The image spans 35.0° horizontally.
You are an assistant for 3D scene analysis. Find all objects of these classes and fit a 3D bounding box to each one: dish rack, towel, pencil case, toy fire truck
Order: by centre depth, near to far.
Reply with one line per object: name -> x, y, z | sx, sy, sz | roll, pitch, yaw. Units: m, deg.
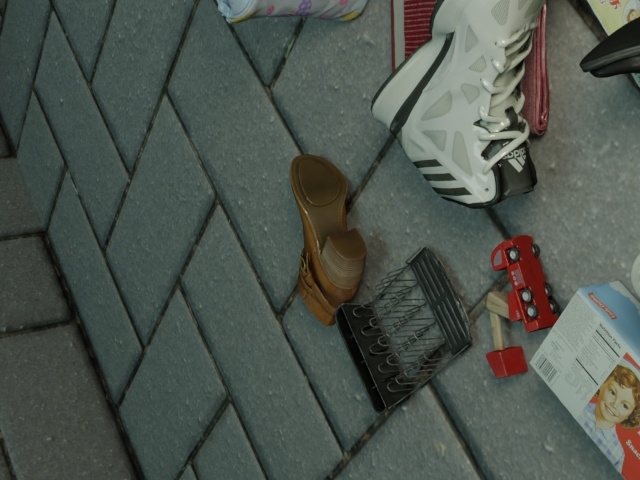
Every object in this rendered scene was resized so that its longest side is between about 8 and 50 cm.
toy fire truck -> 0.287, 0.099, 1.512 | 0.135, 0.047, 0.192 | -32, 71, 56
towel -> 0.218, -0.289, 1.531 | 0.329, 0.037, 0.237 | 16, 112, 54
pencil case -> -0.044, -0.420, 1.679 | 0.113, 0.273, 0.124 | 32, 122, 40
dish rack -> 0.143, 0.148, 1.718 | 0.271, 0.074, 0.208 | -51, 57, 49

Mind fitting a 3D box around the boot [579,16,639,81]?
boot -> 0.434, -0.141, 1.112 | 0.263, 0.091, 0.229 | -4, 123, 44

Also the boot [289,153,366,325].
boot -> 0.000, 0.000, 1.889 | 0.283, 0.109, 0.220 | 60, 152, 30

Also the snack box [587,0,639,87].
snack box -> 0.414, -0.311, 1.208 | 0.187, 0.060, 0.321 | -48, 59, 48

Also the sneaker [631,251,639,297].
sneaker -> 0.513, 0.023, 1.096 | 0.321, 0.127, 0.126 | 8, 121, 30

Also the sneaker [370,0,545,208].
sneaker -> 0.254, -0.207, 1.359 | 0.257, 0.169, 0.447 | 57, 147, 14

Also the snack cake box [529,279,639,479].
snack cake box -> 0.409, 0.198, 1.317 | 0.264, 0.089, 0.152 | 54, 137, 33
